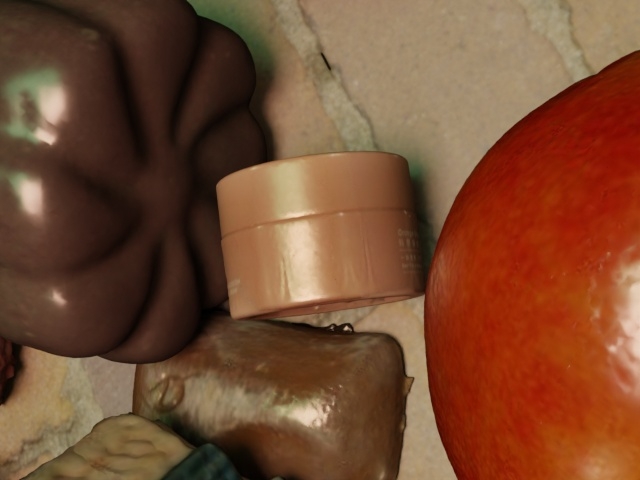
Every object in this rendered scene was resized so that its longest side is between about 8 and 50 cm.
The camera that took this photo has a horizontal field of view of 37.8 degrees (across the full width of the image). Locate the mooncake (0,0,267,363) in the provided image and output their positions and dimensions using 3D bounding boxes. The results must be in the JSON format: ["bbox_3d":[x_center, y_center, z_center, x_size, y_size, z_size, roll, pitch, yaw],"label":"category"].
[{"bbox_3d":[-0.165,-0.055,0.730,0.154,0.306,0.306,13,93,30],"label":"mooncake"}]

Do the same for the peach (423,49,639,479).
[{"bbox_3d":[0.201,0.063,0.523,0.308,0.308,0.332,26,116,28],"label":"peach"}]

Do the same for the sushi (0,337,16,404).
[{"bbox_3d":[-0.432,0.089,0.896,0.270,0.236,0.170,-12,73,31],"label":"sushi"}]

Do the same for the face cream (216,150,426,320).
[{"bbox_3d":[0.000,0.000,0.705,0.149,0.149,0.104,-11,82,28],"label":"face cream"}]

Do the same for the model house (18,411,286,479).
[{"bbox_3d":[-0.087,0.315,0.658,0.284,0.243,0.298,16,120,25],"label":"model house"}]

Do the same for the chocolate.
[{"bbox_3d":[-0.060,0.140,0.767,0.261,0.083,0.161,1,89,28],"label":"chocolate"}]
